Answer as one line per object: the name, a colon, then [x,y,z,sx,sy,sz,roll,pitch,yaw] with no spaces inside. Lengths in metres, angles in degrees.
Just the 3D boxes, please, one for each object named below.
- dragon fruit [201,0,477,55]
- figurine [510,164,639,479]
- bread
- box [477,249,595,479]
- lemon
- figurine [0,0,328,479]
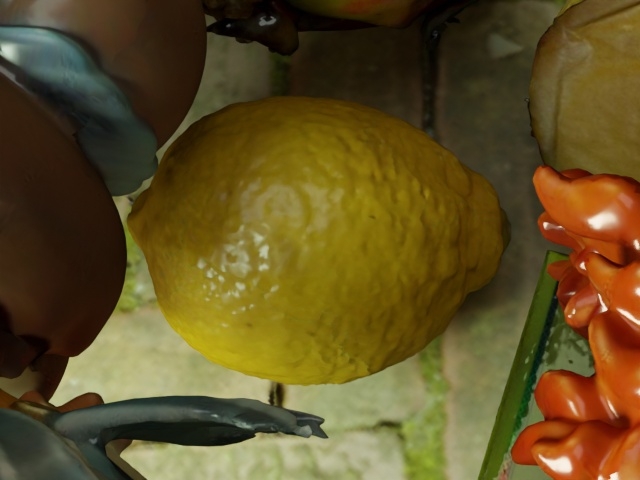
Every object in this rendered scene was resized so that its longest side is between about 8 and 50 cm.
dragon fruit: [0.021,-0.222,0.852,0.250,0.250,0.315,24,72,18]
figurine: [0.157,0.142,0.615,0.306,0.241,0.411,38,109,16]
bread: [0.203,-0.071,0.783,0.199,0.199,0.104,19,49,16]
box: [0.192,0.101,0.763,0.220,0.064,0.141,16,68,13]
lemon: [0.000,0.000,0.796,0.187,0.142,0.142,0,64,-4]
figurine: [-0.145,0.031,0.614,0.248,0.277,0.388,-60,42,26]
